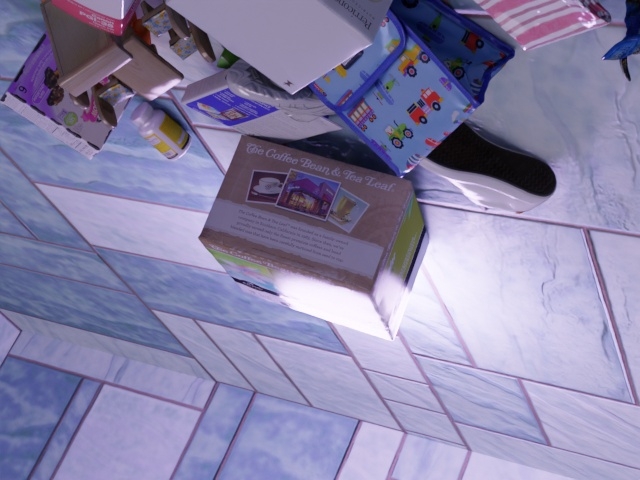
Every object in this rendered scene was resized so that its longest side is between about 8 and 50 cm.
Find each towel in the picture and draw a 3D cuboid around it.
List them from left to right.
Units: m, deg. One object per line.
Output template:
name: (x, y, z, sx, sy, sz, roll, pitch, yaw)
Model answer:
towel: (0.240, -0.305, 1.362, 0.197, 0.029, 0.144, 38, 156, -24)

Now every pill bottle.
pill bottle: (-0.308, -0.212, 2.154, 0.065, 0.065, 0.116, -4, 143, 47)

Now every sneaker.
sneaker: (-0.045, -0.224, 1.736, 0.232, 0.090, 0.115, 3, 153, -27)
sneaker: (0.223, -0.115, 1.796, 0.290, 0.106, 0.123, 26, 153, -6)

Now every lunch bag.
lunch bag: (0.087, -0.270, 1.606, 0.293, 0.138, 0.221, 39, 144, -5)

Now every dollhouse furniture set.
dollhouse furniture set: (-0.301, -0.272, 1.724, 0.212, 0.161, 0.242, -31, 149, 16)

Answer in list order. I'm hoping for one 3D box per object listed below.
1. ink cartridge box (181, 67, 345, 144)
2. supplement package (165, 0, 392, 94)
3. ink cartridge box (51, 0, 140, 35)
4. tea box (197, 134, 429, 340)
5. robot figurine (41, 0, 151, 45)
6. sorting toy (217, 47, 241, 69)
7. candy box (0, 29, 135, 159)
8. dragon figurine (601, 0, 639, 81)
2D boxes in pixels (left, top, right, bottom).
ink cartridge box: (-0.094, -0.227, 1.893, 0.206, 0.045, 0.208, 24, 161, -36)
supplement package: (-0.014, -0.358, 1.345, 0.199, 0.263, 0.198, 34, 154, -20)
ink cartridge box: (-0.264, -0.423, 1.469, 0.117, 0.207, 0.283, 27, 165, -6)
tea box: (0.000, 0.000, 2.051, 0.329, 0.220, 0.323, 17, 163, 18)
robot figurine: (-0.366, -0.357, 1.842, 0.158, 0.128, 0.219, 54, 165, 22)
sorting toy: (-0.079, -0.319, 1.745, 0.196, 0.047, 0.348, 27, 155, -3)
candy box: (-0.455, -0.272, 2.051, 0.196, 0.165, 0.070, 33, 156, -18)
dragon figurine: (0.397, -0.239, 1.339, 0.085, 0.144, 0.289, 28, 156, -6)
